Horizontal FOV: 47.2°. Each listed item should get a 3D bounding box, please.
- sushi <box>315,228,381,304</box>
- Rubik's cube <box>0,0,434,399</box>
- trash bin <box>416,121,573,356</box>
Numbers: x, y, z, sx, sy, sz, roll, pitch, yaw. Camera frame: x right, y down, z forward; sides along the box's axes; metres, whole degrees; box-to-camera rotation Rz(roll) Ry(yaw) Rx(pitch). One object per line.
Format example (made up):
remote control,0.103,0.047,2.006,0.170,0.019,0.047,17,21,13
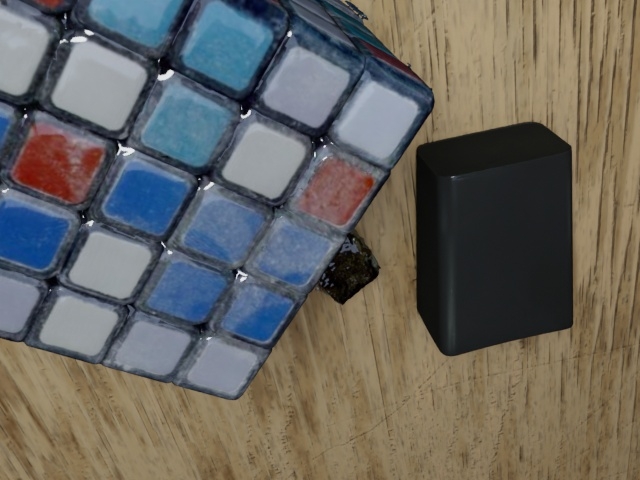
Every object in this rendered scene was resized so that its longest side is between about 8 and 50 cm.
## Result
sushi,0.000,0.000,0.789,0.078,0.090,0.150,-37,122,6
Rubik's cube,-0.138,-0.099,0.567,0.287,0.292,0.293,23,116,-26
trash bin,0.194,-0.004,0.830,0.165,0.115,0.225,-12,121,-6
